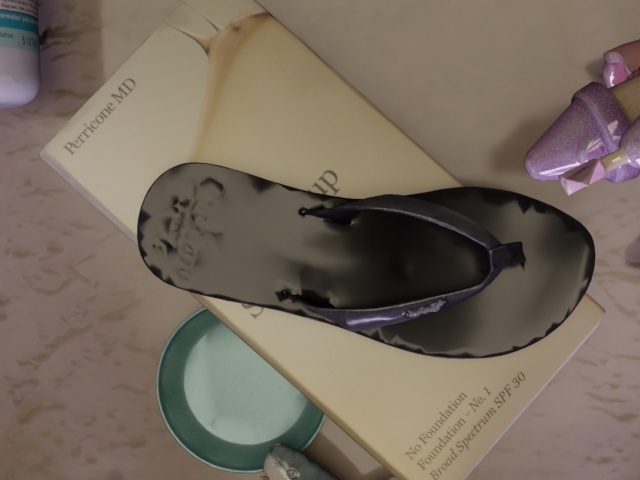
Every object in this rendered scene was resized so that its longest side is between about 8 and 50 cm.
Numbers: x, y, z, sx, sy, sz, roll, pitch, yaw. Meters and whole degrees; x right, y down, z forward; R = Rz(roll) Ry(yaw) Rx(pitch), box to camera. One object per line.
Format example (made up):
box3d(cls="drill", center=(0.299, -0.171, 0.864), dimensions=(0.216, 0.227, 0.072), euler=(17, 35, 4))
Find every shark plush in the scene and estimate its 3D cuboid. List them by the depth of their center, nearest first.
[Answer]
box3d(cls="shark plush", center=(0.034, 0.189, 0.741), dimensions=(0.161, 0.073, 0.067), euler=(19, 87, 4))

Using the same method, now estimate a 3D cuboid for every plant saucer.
box3d(cls="plant saucer", center=(-0.051, 0.098, 0.765), dimensions=(0.119, 0.021, 0.119), euler=(0, 95, 5))

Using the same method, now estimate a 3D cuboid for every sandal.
box3d(cls="sandal", center=(0.026, 0.012, 0.613), dimensions=(0.255, 0.054, 0.097), euler=(5, 85, -2))

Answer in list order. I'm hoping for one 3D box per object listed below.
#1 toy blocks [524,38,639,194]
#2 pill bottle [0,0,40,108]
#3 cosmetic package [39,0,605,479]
box3d(cls="toy blocks", center=(0.212, -0.105, 0.591), dimensions=(0.260, 0.288, 0.309), euler=(-25, 95, 1))
box3d(cls="pill bottle", center=(-0.254, -0.215, 0.700), dimensions=(0.146, 0.146, 0.264), euler=(-1, 94, 5))
box3d(cls="cosmetic package", center=(0.000, 0.000, 0.697), dimensions=(0.309, 0.113, 0.160), euler=(41, 85, 0))
